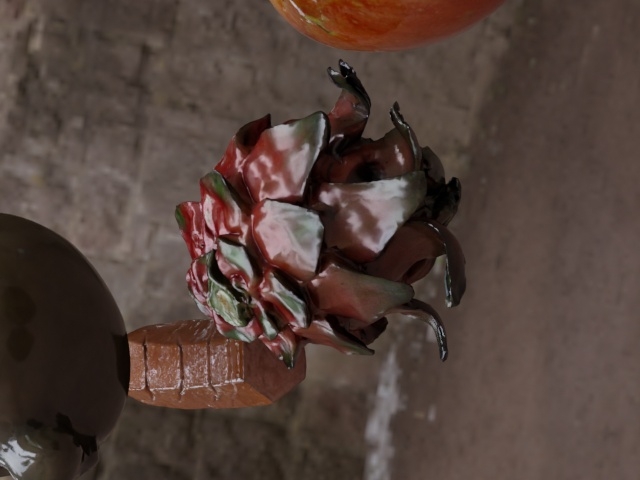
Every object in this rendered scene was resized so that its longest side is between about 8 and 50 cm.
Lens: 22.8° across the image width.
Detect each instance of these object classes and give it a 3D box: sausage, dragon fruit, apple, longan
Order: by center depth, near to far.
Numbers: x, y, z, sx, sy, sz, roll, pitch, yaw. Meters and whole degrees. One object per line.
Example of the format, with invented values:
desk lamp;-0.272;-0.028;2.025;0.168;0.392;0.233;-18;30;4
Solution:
dragon fruit;-0.001;-0.006;0.754;0.130;0.142;0.121;51;-144;-55
apple;0.033;-0.170;0.781;0.163;0.139;0.163;165;90;-84
longan;-0.194;0.073;0.955;0.159;0.185;0.204;-52;47;15
sausage;-0.085;0.086;1.103;0.169;0.065;0.065;-8;67;49
